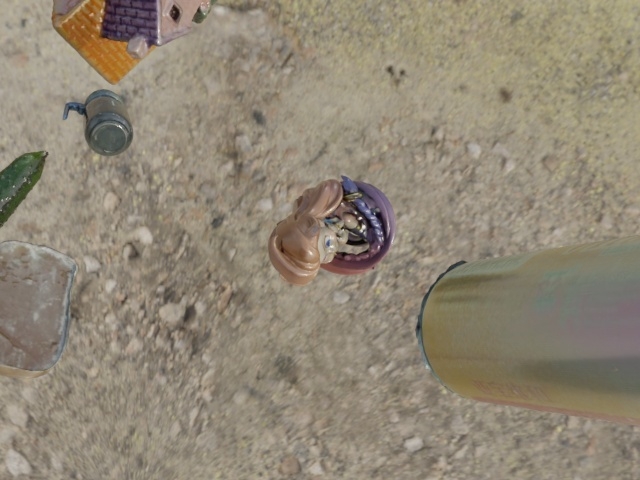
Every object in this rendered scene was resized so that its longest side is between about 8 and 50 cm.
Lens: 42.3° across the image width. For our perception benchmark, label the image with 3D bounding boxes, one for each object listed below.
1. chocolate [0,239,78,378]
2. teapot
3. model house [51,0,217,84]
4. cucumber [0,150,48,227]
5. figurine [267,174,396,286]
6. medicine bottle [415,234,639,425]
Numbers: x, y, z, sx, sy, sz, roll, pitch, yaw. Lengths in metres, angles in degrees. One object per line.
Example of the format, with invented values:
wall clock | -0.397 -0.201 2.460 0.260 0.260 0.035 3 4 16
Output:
chocolate | -0.500 0.122 1.372 0.156 0.080 0.254 18 43 -24
teapot | -0.230 -0.120 0.861 0.063 0.049 0.083 -22 35 -7
model house | -0.332 -0.414 1.504 0.236 0.202 0.238 16 72 23
cucumber | -0.552 -0.074 1.431 0.069 0.069 0.227 36 71 1
figurine | -0.003 -0.007 0.926 0.157 0.126 0.114 -18 52 -34
medicine bottle | 0.178 0.036 0.337 0.108 0.426 0.108 2 84 -19
